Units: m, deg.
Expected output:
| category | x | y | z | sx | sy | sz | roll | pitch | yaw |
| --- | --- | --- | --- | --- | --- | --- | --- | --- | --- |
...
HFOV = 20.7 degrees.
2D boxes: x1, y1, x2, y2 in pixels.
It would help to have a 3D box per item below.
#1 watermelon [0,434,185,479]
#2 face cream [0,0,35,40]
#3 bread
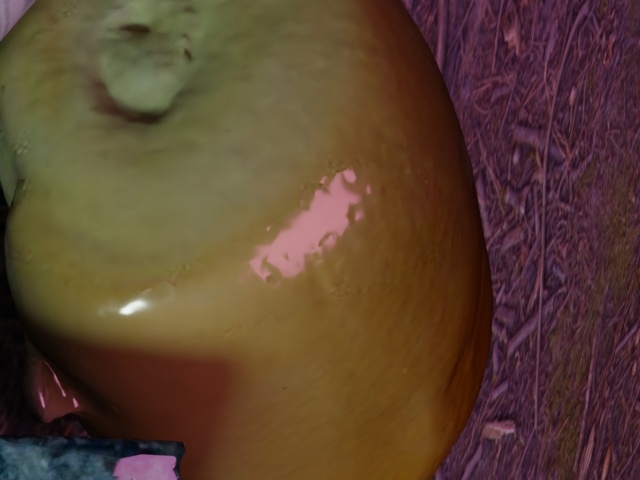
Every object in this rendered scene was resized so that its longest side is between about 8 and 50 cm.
| category | x | y | z | sx | sy | sz | roll | pitch | yaw |
| --- | --- | --- | --- | --- | --- | --- | --- | --- | --- |
| watermelon | -0.183 | 0.191 | 0.882 | 0.292 | 0.250 | 0.283 | -31 | 128 | -55 |
| face cream | -0.204 | -0.129 | 0.887 | 0.345 | 0.102 | 0.102 | -59 | 148 | -37 |
| bread | -0.029 | -0.009 | 1.065 | 0.376 | 0.253 | 0.348 | 73 | 10 | -52 |
